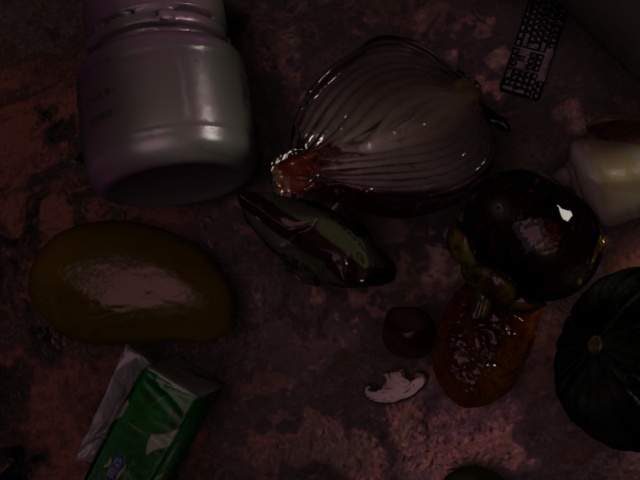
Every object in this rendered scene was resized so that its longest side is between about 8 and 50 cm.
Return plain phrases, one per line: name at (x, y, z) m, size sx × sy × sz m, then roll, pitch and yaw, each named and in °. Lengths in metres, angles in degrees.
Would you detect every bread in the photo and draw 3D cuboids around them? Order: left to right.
bread at (0.253, 0.112, 1.388) m, size 0.139 × 0.095 × 0.269 m, roll 32°, pitch 92°, yaw 6°

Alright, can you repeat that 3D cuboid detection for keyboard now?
keyboard at (0.323, -0.310, 1.420) m, size 0.061 × 0.013 × 0.204 m, roll 19°, pitch 94°, yaw 15°

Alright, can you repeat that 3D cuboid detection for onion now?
onion at (0.066, -0.122, 1.367) m, size 0.349 × 0.159 × 0.267 m, roll -24°, pitch 68°, yaw -18°

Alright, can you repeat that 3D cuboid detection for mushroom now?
mushroom at (0.113, 0.220, 1.459) m, size 0.101 × 0.019 × 0.049 m, roll -13°, pitch 86°, yaw 12°

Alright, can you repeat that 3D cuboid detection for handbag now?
handbag at (0.000, 0.000, 1.383) m, size 0.213 × 0.235 × 0.127 m, roll 30°, pitch 97°, yaw 14°

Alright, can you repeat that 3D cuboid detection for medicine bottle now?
medicine bottle at (-0.234, -0.232, 1.441) m, size 0.256 × 0.256 × 0.324 m, roll -13°, pitch 75°, yaw 14°

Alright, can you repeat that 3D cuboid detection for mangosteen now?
mangosteen at (0.262, 0.016, 1.288) m, size 0.192 × 0.192 × 0.217 m, roll 38°, pitch 90°, yaw 12°

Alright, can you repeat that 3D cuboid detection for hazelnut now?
hazelnut at (0.128, 0.137, 1.431) m, size 0.086 × 0.086 × 0.086 m, roll 0°, pitch 89°, yaw 15°

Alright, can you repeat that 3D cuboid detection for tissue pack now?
tissue pack at (-0.275, 0.281, 1.492) m, size 0.156 × 0.148 × 0.209 m, roll 29°, pitch 96°, yaw 12°

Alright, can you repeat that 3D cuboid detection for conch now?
conch at (0.439, -0.084, 1.343) m, size 0.255 × 0.127 × 0.158 m, roll 5°, pitch 47°, yaw -3°

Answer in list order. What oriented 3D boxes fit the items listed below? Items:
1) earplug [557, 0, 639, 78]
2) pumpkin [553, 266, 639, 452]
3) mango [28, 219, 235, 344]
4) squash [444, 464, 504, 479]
earplug at (0.455, -0.382, 1.241) m, size 0.312 × 0.312 × 0.394 m, roll -42°, pitch 82°, yaw 10°
pumpkin at (0.434, 0.162, 1.294) m, size 0.250 × 0.216 × 0.249 m, roll -19°, pitch 58°, yaw 34°
mango at (-0.298, 0.064, 1.516) m, size 0.332 × 0.142 × 0.195 m, roll -2°, pitch 90°, yaw 7°
squash at (0.199, 0.391, 1.352) m, size 0.123 × 0.187 × 0.123 m, roll 1°, pitch 91°, yaw 21°
